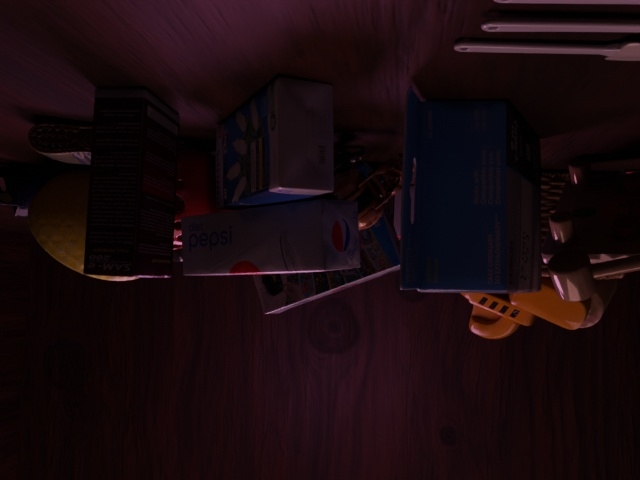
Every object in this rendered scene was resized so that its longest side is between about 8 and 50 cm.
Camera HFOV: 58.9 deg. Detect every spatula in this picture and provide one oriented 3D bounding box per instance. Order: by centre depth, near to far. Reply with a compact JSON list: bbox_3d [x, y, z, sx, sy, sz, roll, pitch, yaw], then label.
[{"bbox_3d":[0.252,-0.191,0.494,0.241,0.019,0.168,2,-179,0],"label":"spatula"}]

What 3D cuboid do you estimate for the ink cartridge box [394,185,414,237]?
[{"bbox_3d":[0.261,-0.064,1.444,0.176,0.127,0.128,6,174,-42],"label":"ink cartridge box"}]

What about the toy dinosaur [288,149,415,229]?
[{"bbox_3d":[0.051,-0.060,0.946,0.321,0.164,0.218,-13,-164,5],"label":"toy dinosaur"}]

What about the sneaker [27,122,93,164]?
[{"bbox_3d":[-0.371,-0.155,0.929,0.192,0.064,0.086,5,-178,-27],"label":"sneaker"}]

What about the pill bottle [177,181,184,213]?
[{"bbox_3d":[-0.274,-0.055,1.371,0.121,0.121,0.221,0,155,24],"label":"pill bottle"}]

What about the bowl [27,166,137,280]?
[{"bbox_3d":[-0.449,-0.070,1.218,0.289,0.289,0.156,6,131,-49],"label":"bowl"}]

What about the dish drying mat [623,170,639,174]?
[{"bbox_3d":[0.656,-0.136,1.137,0.083,0.008,0.032,1,175,19],"label":"dish drying mat"}]

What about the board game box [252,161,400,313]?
[{"bbox_3d":[0.000,0.000,1.181,0.303,0.224,0.097,-22,168,14],"label":"board game box"}]

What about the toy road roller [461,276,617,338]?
[{"bbox_3d":[0.477,0.126,1.312,0.329,0.241,0.202,23,-144,30],"label":"toy road roller"}]

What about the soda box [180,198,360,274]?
[{"bbox_3d":[-0.082,0.001,0.845,0.286,0.098,0.091,-4,178,37],"label":"soda box"}]

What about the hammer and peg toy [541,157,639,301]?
[{"bbox_3d":[0.504,-0.011,0.907,0.265,0.127,0.361,-2,-147,35],"label":"hammer and peg toy"}]

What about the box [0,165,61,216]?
[{"bbox_3d":[-0.620,-0.104,1.290,0.225,0.136,0.036,7,130,-42],"label":"box"}]

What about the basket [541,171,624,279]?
[{"bbox_3d":[0.471,-0.027,1.241,0.299,0.223,0.213,1,176,-4],"label":"basket"}]

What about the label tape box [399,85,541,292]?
[{"bbox_3d":[0.224,-0.051,0.792,0.115,0.249,0.347,0,176,29],"label":"label tape box"}]

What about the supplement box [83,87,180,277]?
[{"bbox_3d":[-0.251,-0.070,0.772,0.073,0.240,0.130,1,176,6],"label":"supplement box"}]

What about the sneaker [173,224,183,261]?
[{"bbox_3d":[-0.231,-0.043,1.201,0.130,0.109,0.286,11,-134,31],"label":"sneaker"}]

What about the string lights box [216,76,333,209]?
[{"bbox_3d":[-0.072,-0.118,0.784,0.076,0.133,0.259,1,176,-27],"label":"string lights box"}]

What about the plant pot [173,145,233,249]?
[{"bbox_3d":[-0.238,-0.080,1.038,0.174,0.191,0.191,-4,176,-5],"label":"plant pot"}]

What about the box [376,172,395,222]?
[{"bbox_3d":[0.090,-0.063,1.315,0.044,0.159,0.233,6,175,-26],"label":"box"}]
